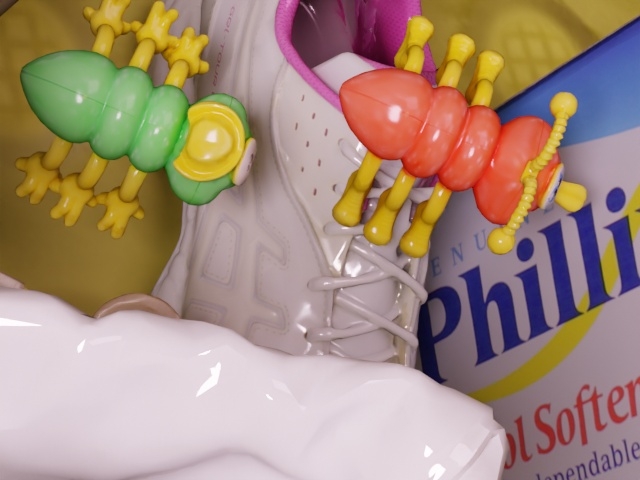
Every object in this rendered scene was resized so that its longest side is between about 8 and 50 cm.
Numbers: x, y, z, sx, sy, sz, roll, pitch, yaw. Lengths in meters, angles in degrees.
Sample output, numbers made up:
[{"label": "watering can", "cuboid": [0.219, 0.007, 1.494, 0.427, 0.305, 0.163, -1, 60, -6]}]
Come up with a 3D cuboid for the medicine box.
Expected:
[{"label": "medicine box", "cuboid": [0.176, 0.065, 0.782, 0.149, 0.263, 0.289, -4, 71, -38]}]

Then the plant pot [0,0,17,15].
[{"label": "plant pot", "cuboid": [-0.187, -0.178, 0.622, 0.334, 0.334, 0.305, 52, 38, -4]}]

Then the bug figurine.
[{"label": "bug figurine", "cuboid": [-0.029, 0.034, 0.683, 0.216, 0.072, 0.279, 20, 89, -7]}]

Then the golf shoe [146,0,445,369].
[{"label": "golf shoe", "cuboid": [0.000, 0.000, 0.768, 0.115, 0.140, 0.306, 4, 68, -37]}]

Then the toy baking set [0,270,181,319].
[{"label": "toy baking set", "cuboid": [-0.113, 0.123, 0.623, 0.196, 0.030, 0.256, 3, 90, -4]}]

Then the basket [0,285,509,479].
[{"label": "basket", "cuboid": [-0.151, 0.199, 0.408, 0.328, 0.266, 0.331, 10, 58, 0]}]
